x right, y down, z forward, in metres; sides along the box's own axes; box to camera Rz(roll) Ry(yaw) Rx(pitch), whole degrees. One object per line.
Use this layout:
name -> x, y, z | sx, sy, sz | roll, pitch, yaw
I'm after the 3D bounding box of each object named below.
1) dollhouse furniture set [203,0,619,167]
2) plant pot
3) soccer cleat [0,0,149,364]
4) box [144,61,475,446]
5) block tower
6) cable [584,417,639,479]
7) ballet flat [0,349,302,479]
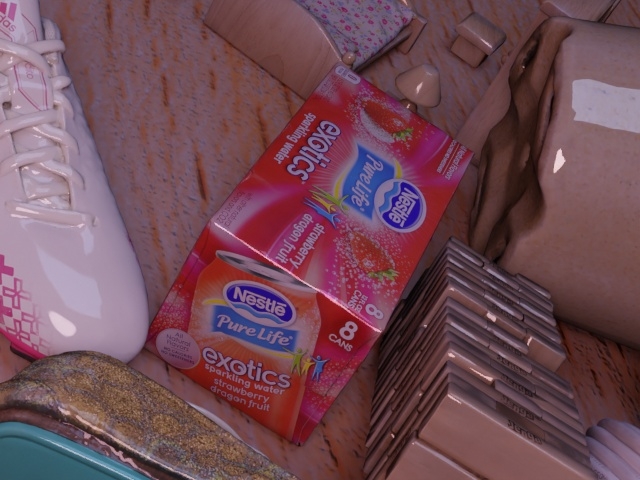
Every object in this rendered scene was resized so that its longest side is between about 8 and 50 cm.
dollhouse furniture set -> 0.077, -0.250, 1.239 | 0.355, 0.174, 0.303 | 37, 35, 7
plant pot -> 0.291, -0.033, 1.054 | 0.305, 0.334, 0.334 | 14, 38, -5
soccer cleat -> -0.198, -0.070, 0.840 | 0.116, 0.143, 0.331 | -9, 52, -43
box -> 0.000, 0.000, 0.923 | 0.128, 0.123, 0.257 | 33, 35, 0
block tower -> 0.090, 0.090, 0.818 | 0.097, 0.091, 0.335 | 33, 14, -2
cable -> 0.226, 0.214, 0.767 | 0.257, 0.089, 0.257 | 47, -2, 25
ballet flat -> -0.025, 0.167, 0.720 | 0.348, 0.123, 0.123 | 31, 35, 1
